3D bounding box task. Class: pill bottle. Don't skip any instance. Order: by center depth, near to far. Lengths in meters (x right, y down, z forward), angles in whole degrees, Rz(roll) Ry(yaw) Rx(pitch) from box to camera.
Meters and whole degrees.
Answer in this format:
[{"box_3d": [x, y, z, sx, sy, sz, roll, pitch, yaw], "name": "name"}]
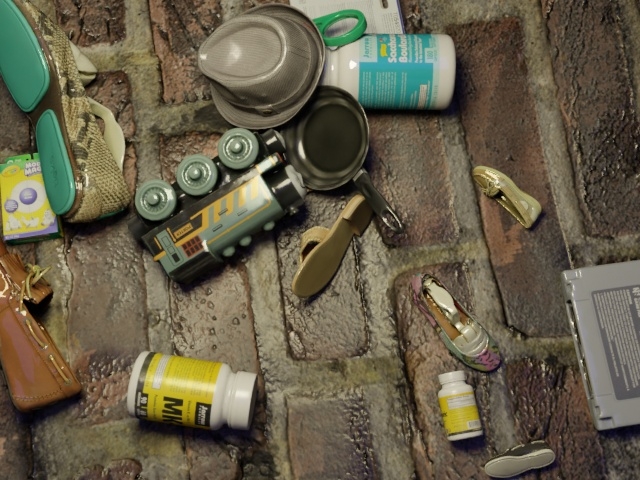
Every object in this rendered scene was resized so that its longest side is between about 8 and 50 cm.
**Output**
[{"box_3d": [-0.220, 0.266, 1.379, 0.209, 0.119, 0.119, 8, 75, 3], "name": "pill bottle"}, {"box_3d": [0.245, 0.293, 1.400, 0.065, 0.065, 0.116, -9, 74, -3], "name": "pill bottle"}, {"box_3d": [0.122, -0.327, 1.531, 0.264, 0.146, 0.146, 0, 74, 0], "name": "pill bottle"}]

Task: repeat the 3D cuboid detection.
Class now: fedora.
[{"box_3d": [-0.132, -0.338, 1.482, 0.276, 0.124, 0.243, 7, 90, 28], "name": "fedora"}]

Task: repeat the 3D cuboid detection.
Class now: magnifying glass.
[{"box_3d": [-0.012, -0.412, 1.534, 0.231, 0.026, 0.092, 11, 56, 34], "name": "magnifying glass"}]

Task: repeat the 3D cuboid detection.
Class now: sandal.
[{"box_3d": [0.002, 0.004, 1.489, 0.079, 0.088, 0.240, 23, 65, 38], "name": "sandal"}]

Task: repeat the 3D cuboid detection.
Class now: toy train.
[{"box_3d": [-0.188, -0.065, 1.455, 0.334, 0.142, 0.190, -32, 82, 1], "name": "toy train"}]

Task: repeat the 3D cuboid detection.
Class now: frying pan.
[{"box_3d": [0.061, -0.166, 1.467, 0.326, 0.053, 0.197, 29, 107, 27], "name": "frying pan"}]

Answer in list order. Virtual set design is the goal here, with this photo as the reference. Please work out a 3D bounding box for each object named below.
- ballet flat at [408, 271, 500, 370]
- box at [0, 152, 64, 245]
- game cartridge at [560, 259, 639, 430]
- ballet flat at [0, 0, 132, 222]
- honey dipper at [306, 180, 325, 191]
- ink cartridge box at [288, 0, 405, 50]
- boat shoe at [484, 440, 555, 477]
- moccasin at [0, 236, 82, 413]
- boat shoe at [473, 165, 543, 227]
[{"box_3d": [0.244, 0.146, 1.434, 0.077, 0.079, 0.221, -38, 78, -11], "name": "ballet flat"}, {"box_3d": [-0.556, -0.087, 1.518, 0.105, 0.043, 0.179, -10, 73, -3], "name": "box"}, {"box_3d": [0.565, 0.185, 1.438, 0.196, 0.060, 0.294, -8, 75, 1], "name": "game cartridge"}, {"box_3d": [-0.485, -0.256, 1.510, 0.182, 0.164, 0.482, -12, 74, -49], "name": "ballet flat"}, {"box_3d": [-0.036, -0.093, 1.529, 0.161, 0.030, 0.030, -21, 75, -10], "name": "honey dipper"}, {"box_3d": [0.048, -0.482, 1.626, 0.224, 0.045, 0.223, -7, 74, -3], "name": "ink cartridge box"}, {"box_3d": [0.347, 0.382, 1.390, 0.125, 0.038, 0.046, -16, 117, 1], "name": "boat shoe"}, {"box_3d": [-0.532, 0.112, 1.410, 0.147, 0.139, 0.379, -22, 78, -12], "name": "moccasin"}, {"box_3d": [0.351, -0.085, 1.513, 0.153, 0.056, 0.048, 38, 73, 2], "name": "boat shoe"}]
